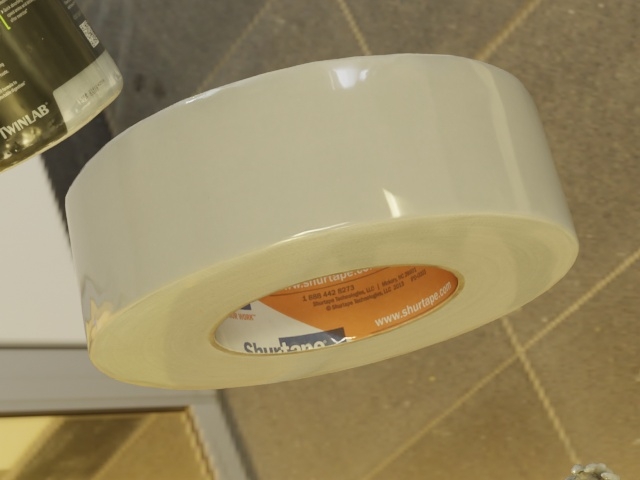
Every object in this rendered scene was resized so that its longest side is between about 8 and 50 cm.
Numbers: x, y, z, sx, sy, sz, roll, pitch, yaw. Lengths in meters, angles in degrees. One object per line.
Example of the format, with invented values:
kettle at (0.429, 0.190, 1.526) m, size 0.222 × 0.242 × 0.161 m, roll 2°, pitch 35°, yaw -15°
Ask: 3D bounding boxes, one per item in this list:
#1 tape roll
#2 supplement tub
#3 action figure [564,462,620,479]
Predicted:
tape roll at (0.000, 0.000, 0.620) m, size 0.219 × 0.219 × 0.072 m, roll -30°, pitch 65°, yaw 42°
supplement tub at (-0.219, -0.145, 0.868) m, size 0.117 × 0.117 × 0.190 m, roll -13°, pitch 114°, yaw 46°
action figure at (0.199, 0.192, 0.820) m, size 0.164 × 0.276 × 0.140 m, roll -29°, pitch 59°, yaw 53°
